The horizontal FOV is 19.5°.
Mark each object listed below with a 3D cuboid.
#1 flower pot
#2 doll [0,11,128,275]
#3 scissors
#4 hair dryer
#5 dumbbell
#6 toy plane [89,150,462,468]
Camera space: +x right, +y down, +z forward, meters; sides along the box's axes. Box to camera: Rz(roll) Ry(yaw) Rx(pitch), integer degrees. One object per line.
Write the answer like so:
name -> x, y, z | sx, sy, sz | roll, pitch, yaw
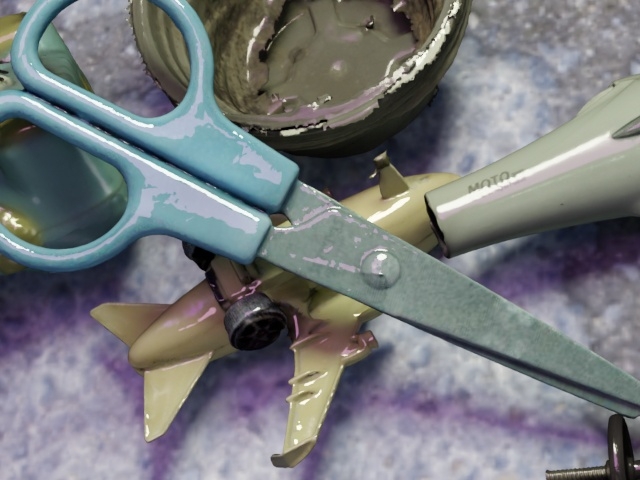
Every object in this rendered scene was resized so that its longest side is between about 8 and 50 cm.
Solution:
flower pot -> 0.000, -0.146, 1.250 | 0.236, 0.140, 0.235 | -7, 66, 15
doll -> -0.260, -0.018, 1.257 | 0.261, 0.161, 0.177 | -28, 41, 0
scissors -> 0.000, 0.000, 1.128 | 0.447, 0.029, 0.192 | 27, 89, 3
hair dryer -> 0.182, 0.019, 1.138 | 0.229, 0.092, 0.267 | -4, 67, 2
dumbbell -> 0.205, 0.133, 1.093 | 0.147, 0.069, 0.069 | -8, 63, 14
toy plane -> -0.020, 0.024, 1.203 | 0.256, 0.104, 0.242 | -35, 51, 6
